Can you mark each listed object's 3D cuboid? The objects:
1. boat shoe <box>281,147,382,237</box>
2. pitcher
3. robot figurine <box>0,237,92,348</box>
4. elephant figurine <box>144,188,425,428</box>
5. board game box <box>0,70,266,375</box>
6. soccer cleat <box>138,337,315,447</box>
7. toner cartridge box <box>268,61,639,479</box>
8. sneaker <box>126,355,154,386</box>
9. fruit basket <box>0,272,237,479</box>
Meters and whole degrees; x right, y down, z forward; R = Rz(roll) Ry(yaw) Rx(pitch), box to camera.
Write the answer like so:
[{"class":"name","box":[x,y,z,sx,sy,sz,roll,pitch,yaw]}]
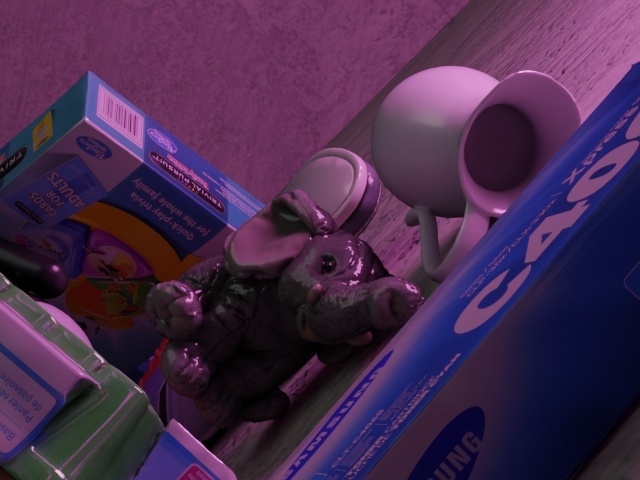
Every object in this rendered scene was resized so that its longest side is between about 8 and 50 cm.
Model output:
[{"class":"boat shoe","box":[0.000,0.000,1.603,0.319,0.099,0.116,-40,33,58]},{"class":"pitcher","box":[0.106,-0.055,1.283,0.177,0.125,0.207,-61,19,-3]},{"class":"robot figurine","box":[-0.328,0.116,1.429,0.173,0.278,0.209,-22,-58,-53]},{"class":"elephant figurine","box":[-0.009,0.046,1.308,0.239,0.186,0.169,-32,-26,22]},{"class":"board game box","box":[-0.247,0.022,1.562,0.336,0.254,0.079,-36,34,25]},{"class":"soccer cleat","box":[-0.123,0.130,1.524,0.318,0.116,0.108,-43,7,19]},{"class":"toner cartridge box","box":[0.111,0.037,0.781,0.348,0.075,0.165,-48,5,-16]},{"class":"sneaker","box":[-0.216,0.185,1.744,0.240,0.126,0.091,-42,7,28]},{"class":"fruit basket","box":[-0.289,0.191,1.099,0.353,0.327,0.165,-42,-28,-23]}]
